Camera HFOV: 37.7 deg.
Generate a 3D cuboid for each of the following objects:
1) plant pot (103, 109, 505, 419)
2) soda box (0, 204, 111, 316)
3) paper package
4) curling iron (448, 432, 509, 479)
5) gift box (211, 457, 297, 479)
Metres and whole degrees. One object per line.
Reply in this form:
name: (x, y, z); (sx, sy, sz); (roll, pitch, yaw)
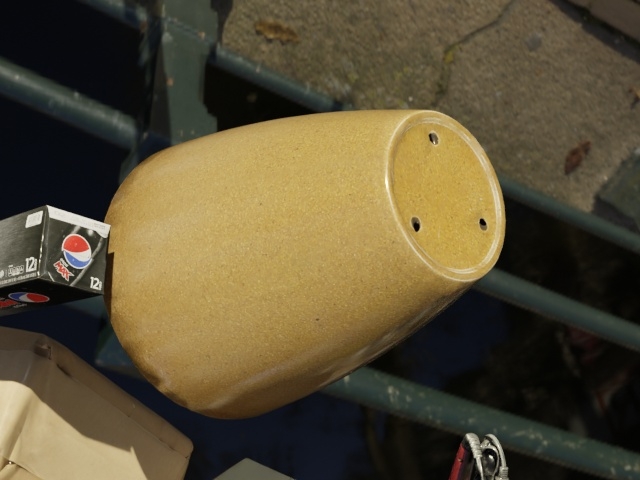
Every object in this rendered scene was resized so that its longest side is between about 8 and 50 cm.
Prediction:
plant pot: (0.000, 0.000, 0.701); (0.237, 0.237, 0.254); (33, 146, -29)
soda box: (-0.231, 0.021, 0.696); (0.169, 0.053, 0.060); (-12, 159, 38)
paper package: (-0.344, 0.210, 0.974); (0.324, 0.168, 0.309); (5, 152, 28)
curling iron: (0.143, 0.289, 0.992); (0.035, 0.068, 0.274); (-5, 140, -16)
gift box: (-0.073, 0.411, 1.056); (0.255, 0.258, 0.276); (-33, 119, -35)
